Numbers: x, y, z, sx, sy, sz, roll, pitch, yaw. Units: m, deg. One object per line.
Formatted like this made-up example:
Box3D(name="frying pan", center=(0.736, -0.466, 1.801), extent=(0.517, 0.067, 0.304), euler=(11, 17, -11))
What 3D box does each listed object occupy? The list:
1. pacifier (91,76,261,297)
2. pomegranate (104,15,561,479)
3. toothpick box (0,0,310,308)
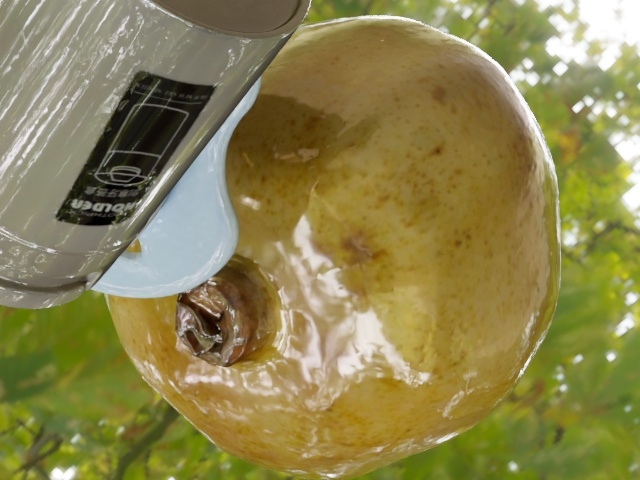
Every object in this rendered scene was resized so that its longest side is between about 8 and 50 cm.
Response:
Box3D(name="pacifier", center=(-0.140, -0.111, 0.930), extent=(0.244, 0.299, 0.233), euler=(23, -140, 12))
Box3D(name="pomegranate", center=(0.000, 0.000, 1.168), extent=(0.416, 0.416, 0.417), euler=(23, -136, -24))
Box3D(name="toothpick box", center=(-0.096, -0.064, 0.569), extent=(0.111, 0.181, 0.111), euler=(24, -138, -24))
